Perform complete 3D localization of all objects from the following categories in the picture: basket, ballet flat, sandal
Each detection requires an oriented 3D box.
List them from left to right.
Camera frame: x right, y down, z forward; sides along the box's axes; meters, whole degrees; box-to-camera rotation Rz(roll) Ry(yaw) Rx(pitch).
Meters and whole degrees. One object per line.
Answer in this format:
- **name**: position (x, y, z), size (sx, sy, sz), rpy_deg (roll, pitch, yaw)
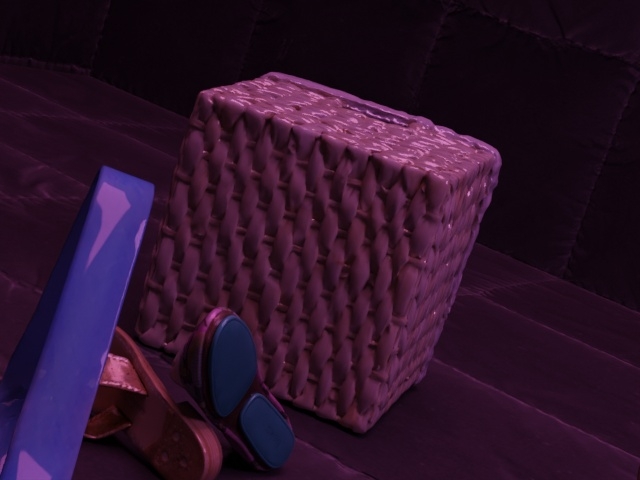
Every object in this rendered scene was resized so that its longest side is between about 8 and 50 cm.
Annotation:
- **basket**: position (-0.144, 0.137, 0.481), size (0.201, 0.255, 0.289), rpy_deg (22, 53, -12)
- **sandal**: position (-0.192, 0.139, 0.980), size (0.240, 0.088, 0.079), rpy_deg (34, 19, 32)
- **ballet flat**: position (-0.087, 0.132, 0.995), size (0.079, 0.077, 0.221), rpy_deg (19, -31, 31)
- **basket**: position (0.000, 0.000, 1.314), size (0.328, 0.331, 0.266), rpy_deg (21, 14, 12)

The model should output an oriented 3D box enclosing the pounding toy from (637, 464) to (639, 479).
- **pounding toy**: position (0.372, 0.304, 1.001), size (0.269, 0.154, 0.155), rpy_deg (38, 12, -1)
